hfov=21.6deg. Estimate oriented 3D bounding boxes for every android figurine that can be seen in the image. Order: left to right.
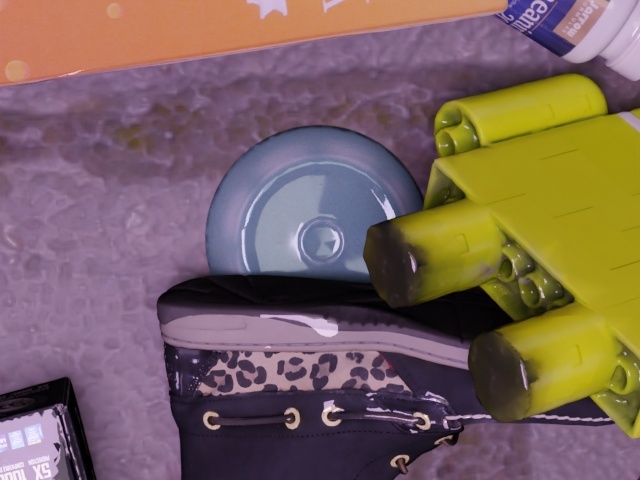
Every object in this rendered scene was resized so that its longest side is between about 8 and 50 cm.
[{"bbox_3d":[0.165,0.001,0.798,0.272,0.248,0.056,-15,133,-28],"label":"android figurine"}]

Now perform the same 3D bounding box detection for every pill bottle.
[{"bbox_3d":[0.122,-0.132,0.851,0.120,0.067,0.067,30,91,-8],"label":"pill bottle"}]

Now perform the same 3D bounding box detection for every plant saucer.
[{"bbox_3d":[0.000,0.000,0.872,0.119,0.021,0.119,-1,95,-6],"label":"plant saucer"}]

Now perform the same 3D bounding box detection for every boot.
[{"bbox_3d":[0.031,0.115,0.831,0.236,0.085,0.179,7,104,12],"label":"boot"}]

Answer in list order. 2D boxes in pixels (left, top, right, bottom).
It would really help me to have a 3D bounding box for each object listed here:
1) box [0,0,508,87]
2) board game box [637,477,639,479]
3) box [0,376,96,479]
[{"bbox_3d":[-0.108,-0.198,0.722,0.345,0.168,0.215,-9,117,0],"label":"box"},{"bbox_3d":[0.210,0.198,0.912,0.145,0.027,0.281,40,89,-10],"label":"board game box"},{"bbox_3d":[-0.195,0.164,0.834,0.180,0.077,0.147,-13,97,-6],"label":"box"}]
